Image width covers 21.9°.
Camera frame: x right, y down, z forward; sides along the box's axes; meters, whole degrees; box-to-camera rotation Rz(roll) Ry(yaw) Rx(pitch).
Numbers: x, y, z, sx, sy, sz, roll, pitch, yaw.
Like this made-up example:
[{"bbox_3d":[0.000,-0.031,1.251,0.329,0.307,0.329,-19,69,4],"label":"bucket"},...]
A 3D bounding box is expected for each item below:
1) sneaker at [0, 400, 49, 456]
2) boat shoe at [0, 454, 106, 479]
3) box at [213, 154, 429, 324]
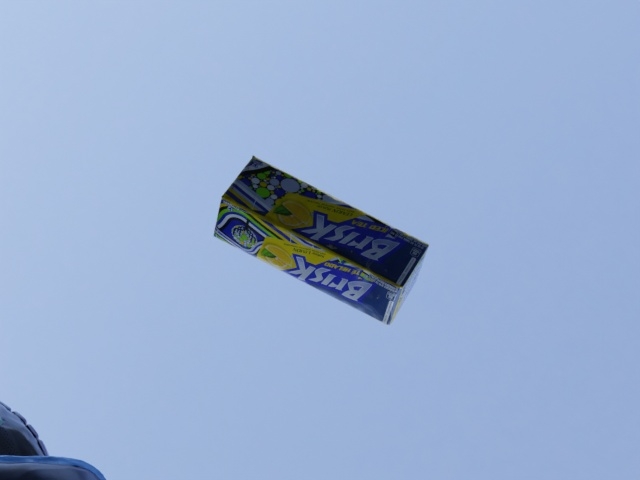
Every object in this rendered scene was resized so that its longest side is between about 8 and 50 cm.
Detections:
[{"bbox_3d":[-0.326,0.149,1.437,0.224,0.098,0.083,41,-98,23],"label":"sneaker"},{"bbox_3d":[-0.260,0.195,1.118,0.109,0.258,0.089,111,-32,-45],"label":"boat shoe"},{"bbox_3d":[0.000,0.000,1.367,0.169,0.054,0.059,26,-130,10],"label":"box"}]
